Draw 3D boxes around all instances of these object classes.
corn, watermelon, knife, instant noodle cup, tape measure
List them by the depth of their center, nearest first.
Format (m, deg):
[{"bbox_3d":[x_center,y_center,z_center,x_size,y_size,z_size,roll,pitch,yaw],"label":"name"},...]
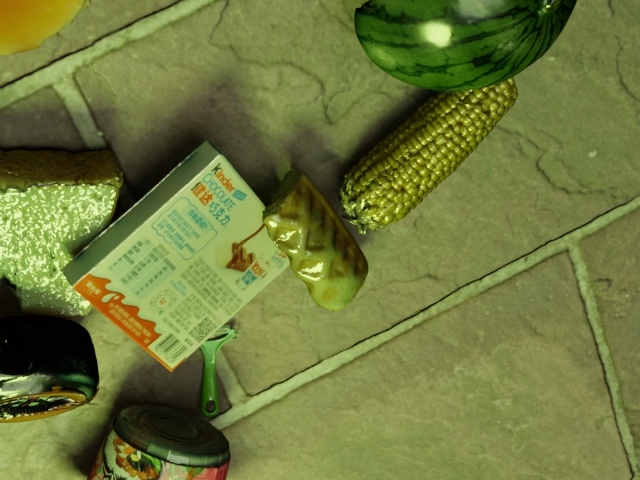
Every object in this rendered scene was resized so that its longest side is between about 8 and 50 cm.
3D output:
[{"bbox_3d":[0.222,-0.311,1.575,0.331,0.189,0.330,-24,140,-21],"label":"watermelon"},{"bbox_3d":[-0.415,0.177,1.695,0.223,0.135,0.202,8,151,-43],"label":"tape measure"},{"bbox_3d":[0.154,-0.134,1.766,0.318,0.115,0.115,-41,126,7],"label":"corn"},{"bbox_3d":[-0.245,0.360,1.866,0.303,0.258,0.181,11,102,-36],"label":"instant noodle cup"},{"bbox_3d":[-0.167,0.202,1.911,0.078,0.022,0.166,-3,121,-12],"label":"knife"}]

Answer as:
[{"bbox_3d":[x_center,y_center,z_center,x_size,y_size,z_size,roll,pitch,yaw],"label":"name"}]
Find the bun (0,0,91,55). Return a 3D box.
[{"bbox_3d":[-0.393,-0.340,1.378,0.299,0.164,0.299,-6,157,-3],"label":"bun"}]

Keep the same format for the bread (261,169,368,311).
[{"bbox_3d":[0.000,0.000,1.779,0.088,0.128,0.232,-10,132,25],"label":"bread"}]

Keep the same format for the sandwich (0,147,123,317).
[{"bbox_3d":[-0.420,-0.009,1.635,0.273,0.095,0.249,2,124,-23],"label":"sandwich"}]

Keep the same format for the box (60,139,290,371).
[{"bbox_3d":[-0.183,0.028,1.716,0.265,0.048,0.273,-41,140,-4],"label":"box"}]
